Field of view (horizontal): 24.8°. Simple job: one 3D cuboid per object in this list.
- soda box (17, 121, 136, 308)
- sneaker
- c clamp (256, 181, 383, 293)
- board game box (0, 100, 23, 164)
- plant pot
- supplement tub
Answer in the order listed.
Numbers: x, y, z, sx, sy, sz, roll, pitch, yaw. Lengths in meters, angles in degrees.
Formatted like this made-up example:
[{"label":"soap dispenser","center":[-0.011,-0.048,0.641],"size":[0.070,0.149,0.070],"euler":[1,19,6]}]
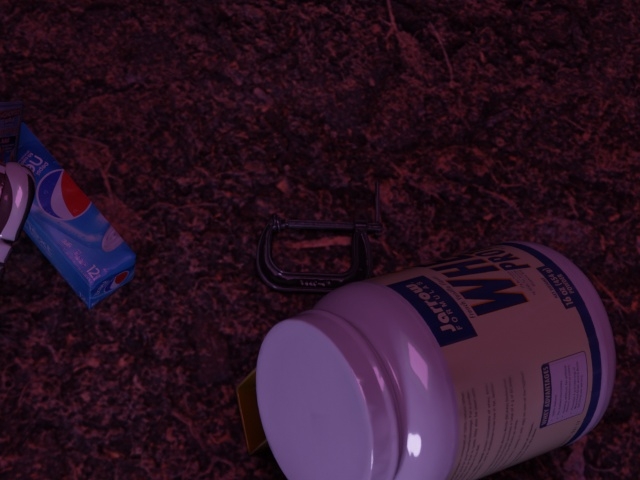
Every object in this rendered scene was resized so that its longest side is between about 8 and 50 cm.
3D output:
[{"label":"soda box","center":[-0.299,-0.029,1.653],"size":[0.067,0.071,0.210],"euler":[-37,77,-22]},{"label":"sneaker","center":[-0.417,0.029,1.519],"size":[0.163,0.106,0.281],"euler":[22,86,-15]},{"label":"c clamp","center":[0.000,0.000,1.724],"size":[0.161,0.022,0.137],"euler":[-3,73,-13]},{"label":"board game box","center":[-0.412,-0.085,1.605],"size":[0.194,0.060,0.194],"euler":[27,105,13]},{"label":"plant pot","center":[-0.036,0.183,1.607],"size":[0.083,0.081,0.081],"euler":[-3,67,-26]},{"label":"supplement tub","center":[0.121,0.141,1.524],"size":[0.325,0.235,0.235],"euler":[-14,69,-34]}]
